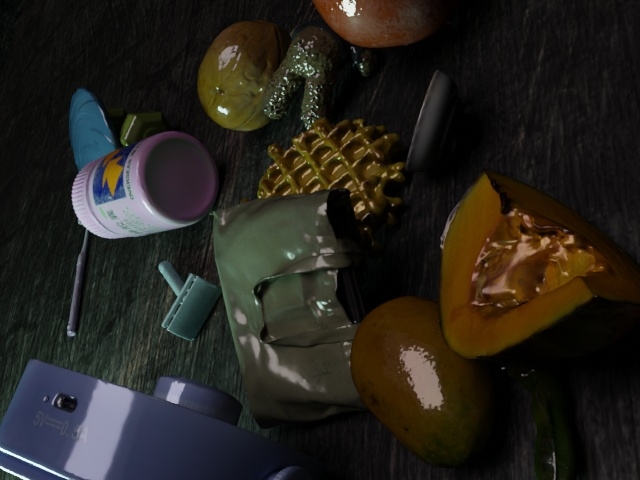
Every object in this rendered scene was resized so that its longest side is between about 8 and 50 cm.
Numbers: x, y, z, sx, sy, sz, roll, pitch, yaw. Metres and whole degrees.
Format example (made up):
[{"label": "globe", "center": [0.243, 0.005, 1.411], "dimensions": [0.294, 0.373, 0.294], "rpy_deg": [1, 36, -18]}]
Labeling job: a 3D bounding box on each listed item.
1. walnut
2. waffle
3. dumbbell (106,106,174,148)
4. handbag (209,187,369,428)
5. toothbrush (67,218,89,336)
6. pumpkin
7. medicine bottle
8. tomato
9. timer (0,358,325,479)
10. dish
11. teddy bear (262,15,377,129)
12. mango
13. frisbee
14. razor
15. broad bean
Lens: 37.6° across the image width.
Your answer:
[{"label": "walnut", "center": [-0.128, -0.294, 1.666], "dimensions": [0.207, 0.167, 0.167], "rpy_deg": [-58, 33, 22]}, {"label": "waffle", "center": [-0.001, -0.071, 1.384], "dimensions": [0.292, 0.069, 0.260], "rpy_deg": [5, 68, 41]}, {"label": "dumbbell", "center": [-0.428, -0.235, 2.086], "dimensions": [0.108, 0.121, 0.302], "rpy_deg": [-41, 29, -20]}, {"label": "handbag", "center": [-0.029, 0.087, 1.256], "dimensions": [0.253, 0.109, 0.316], "rpy_deg": [-17, 82, 44]}, {"label": "toothbrush", "center": [-0.542, 0.060, 2.104], "dimensions": [0.024, 0.029, 0.354], "rpy_deg": [-49, 34, 43]}, {"label": "pumpkin", "center": [0.228, 0.065, 0.963], "dimensions": [0.312, 0.148, 0.169], "rpy_deg": [-108, 39, -65]}, {"label": "medicine bottle", "center": [-0.343, -0.100, 1.811], "dimensions": [0.290, 0.178, 0.178], "rpy_deg": [-8, 61, 50]}, {"label": "tomato", "center": [0.095, -0.418, 1.370], "dimensions": [0.265, 0.264, 0.265], "rpy_deg": [-33, 43, 37]}, {"label": "timer", "center": [-0.163, 0.263, 1.147], "dimensions": [0.395, 0.395, 0.173], "rpy_deg": [-2, 63, 53]}, {"label": "dish", "center": [0.171, -0.149, 1.250], "dimensions": [0.141, 0.078, 0.141], "rpy_deg": [17, -90, -82]}, {"label": "teddy bear", "center": [0.005, -0.301, 1.526], "dimensions": [0.181, 0.129, 0.251], "rpy_deg": [28, 86, 21]}, {"label": "mango", "center": [0.120, 0.152, 1.061], "dimensions": [0.152, 0.120, 0.221], "rpy_deg": [-59, 40, 9]}, {"label": "frisbee", "center": [-0.508, -0.192, 2.071], "dimensions": [0.289, 0.049, 0.290], "rpy_deg": [35, 133, 48]}, {"label": "razor", "center": [-0.254, 0.084, 1.675], "dimensions": [0.106, 0.068, 0.232], "rpy_deg": [-60, 28, 3]}, {"label": "broad bean", "center": [0.229, 0.186, 0.951], "dimensions": [0.061, 0.046, 0.195], "rpy_deg": [-41, 39, 26]}]
